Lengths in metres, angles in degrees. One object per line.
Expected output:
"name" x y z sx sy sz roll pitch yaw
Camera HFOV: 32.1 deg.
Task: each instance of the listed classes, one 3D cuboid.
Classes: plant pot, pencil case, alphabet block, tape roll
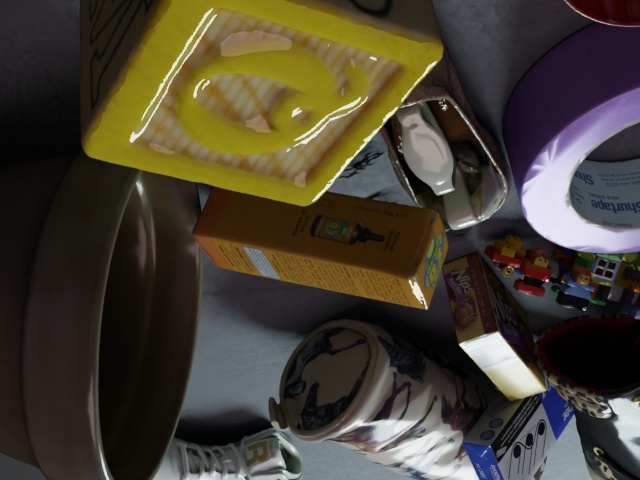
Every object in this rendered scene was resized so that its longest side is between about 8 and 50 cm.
"plant pot" -0.280 0.057 1.016 0.280 0.323 0.323 6 147 9
"pencil case" 0.122 0.235 1.433 0.410 0.160 0.183 30 105 -39
"alphabet block" -0.052 -0.169 0.785 0.192 0.197 0.193 12 142 -26
"tape roll" 0.318 -0.099 1.065 0.274 0.090 0.275 -6 146 -4

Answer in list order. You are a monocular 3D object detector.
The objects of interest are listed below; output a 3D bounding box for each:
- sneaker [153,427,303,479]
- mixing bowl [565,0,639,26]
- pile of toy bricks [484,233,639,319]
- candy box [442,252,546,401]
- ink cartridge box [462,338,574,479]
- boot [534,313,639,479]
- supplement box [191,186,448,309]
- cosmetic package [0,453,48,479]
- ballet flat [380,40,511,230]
"sneaker" -0.142 0.303 1.556 0.169 0.108 0.292 -27 152 23
"mixing bowl" 0.247 -0.254 0.811 0.181 0.098 0.181 -5 146 -3
"pile of toy bricks" 0.303 0.015 1.239 0.212 0.118 0.105 14 103 -13
"candy box" 0.208 0.106 1.326 0.053 0.109 0.187 -20 144 17
"ink cartridge box" 0.264 0.224 1.416 0.046 0.207 0.097 1 126 43
"boot" 0.445 0.223 1.309 0.377 0.138 0.284 11 147 45
"supplement box" 0.000 0.000 1.067 0.233 0.078 0.080 11 153 25
"cosmetic package" -0.415 0.351 1.479 0.155 0.197 0.365 1 143 -12
"ballet flat" 0.112 -0.073 1.043 0.107 0.106 0.316 -22 144 16
